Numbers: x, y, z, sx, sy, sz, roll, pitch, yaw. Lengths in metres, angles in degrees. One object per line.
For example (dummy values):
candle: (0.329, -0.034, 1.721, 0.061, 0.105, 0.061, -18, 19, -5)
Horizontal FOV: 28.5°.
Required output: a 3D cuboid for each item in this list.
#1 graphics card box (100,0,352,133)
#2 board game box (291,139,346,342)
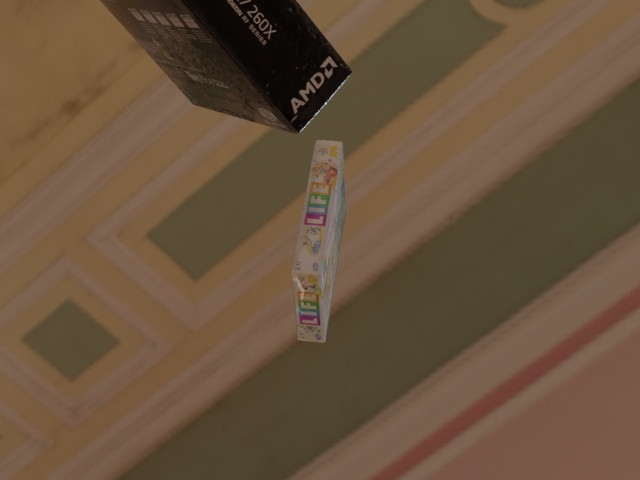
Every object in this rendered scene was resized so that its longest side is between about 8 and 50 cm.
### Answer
graphics card box: (-0.155, -0.268, 1.196, 0.094, 0.232, 0.371, -49, -58, -13)
board game box: (0.000, 0.000, 1.144, 0.026, 0.154, 0.103, 5, -39, 6)
